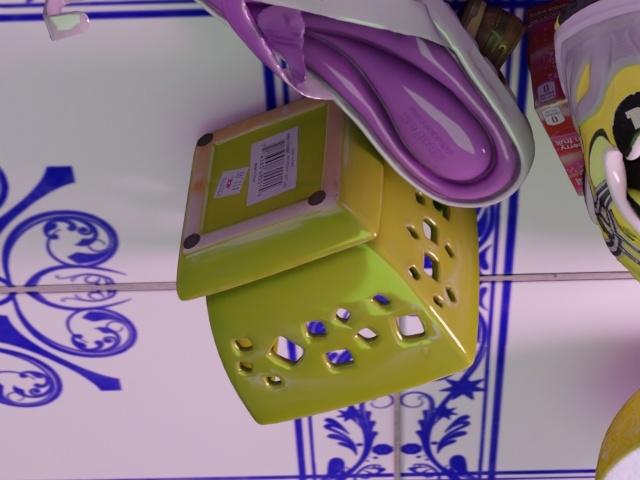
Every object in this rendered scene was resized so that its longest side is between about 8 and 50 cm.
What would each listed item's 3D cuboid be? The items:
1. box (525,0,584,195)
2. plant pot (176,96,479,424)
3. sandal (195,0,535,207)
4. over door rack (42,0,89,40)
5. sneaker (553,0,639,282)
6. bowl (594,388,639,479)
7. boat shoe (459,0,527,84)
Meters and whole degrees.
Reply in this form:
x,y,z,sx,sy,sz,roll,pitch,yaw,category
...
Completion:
x,y,z,sx,sy,sz,roll,pitch,yaw,category
0.313,-0.148,1.447,0.257,0.123,0.128,-15,138,19,box
0.000,0.000,1.560,0.227,0.228,0.207,-19,130,22,plant pot
0.017,-0.162,1.380,0.416,0.102,0.169,38,131,-18,sandal
-0.073,-0.309,1.198,0.324,0.108,0.239,-19,125,-7,over door rack
0.274,-0.031,1.377,0.145,0.147,0.385,-17,139,18,sneaker
0.434,0.207,1.864,0.289,0.156,0.289,0,141,0,bowl
0.132,-0.127,1.500,0.060,0.064,0.178,18,131,2,boat shoe
